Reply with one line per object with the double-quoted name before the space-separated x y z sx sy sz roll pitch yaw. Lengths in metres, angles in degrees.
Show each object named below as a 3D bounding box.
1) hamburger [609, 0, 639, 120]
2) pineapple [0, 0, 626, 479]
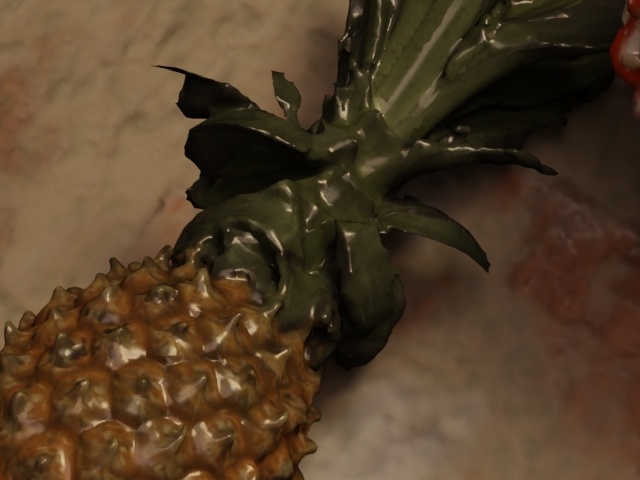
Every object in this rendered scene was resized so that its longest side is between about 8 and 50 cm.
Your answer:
"hamburger" 0.238 -0.060 0.575 0.295 0.227 0.151 31 52 -10
"pineapple" 0.000 0.000 0.636 0.130 0.119 0.277 27 71 30
